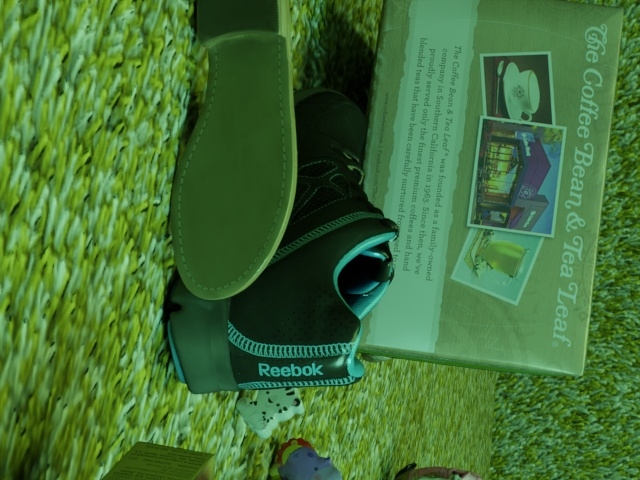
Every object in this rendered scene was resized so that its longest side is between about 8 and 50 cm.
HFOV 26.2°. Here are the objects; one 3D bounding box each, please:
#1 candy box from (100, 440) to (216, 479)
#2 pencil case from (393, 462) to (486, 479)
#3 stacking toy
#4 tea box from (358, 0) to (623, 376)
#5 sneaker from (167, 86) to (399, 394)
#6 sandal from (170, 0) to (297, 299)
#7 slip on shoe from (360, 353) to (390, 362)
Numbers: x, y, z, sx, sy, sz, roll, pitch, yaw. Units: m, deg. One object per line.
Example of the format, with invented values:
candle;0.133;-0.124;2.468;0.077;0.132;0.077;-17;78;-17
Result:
candy box;-0.106;0.190;0.693;0.186;0.053;0.109;-44;140;-67
pencil case;0.121;0.455;1.719;0.167;0.160;0.386;55;34;-24
stacking toy;0.020;0.225;1.158;0.052;0.221;0.167;-37;150;-12
tea box;0.143;-0.043;1.328;0.323;0.220;0.329;90;7;-84
sneaker;0.000;0.000;1.060;0.341;0.139;0.125;-69;158;-48
sandal;-0.045;-0.077;0.952;0.079;0.088;0.240;13;79;-70
slip on shoe;0.070;0.076;1.582;0.041;0.051;0.135;-31;-130;56
